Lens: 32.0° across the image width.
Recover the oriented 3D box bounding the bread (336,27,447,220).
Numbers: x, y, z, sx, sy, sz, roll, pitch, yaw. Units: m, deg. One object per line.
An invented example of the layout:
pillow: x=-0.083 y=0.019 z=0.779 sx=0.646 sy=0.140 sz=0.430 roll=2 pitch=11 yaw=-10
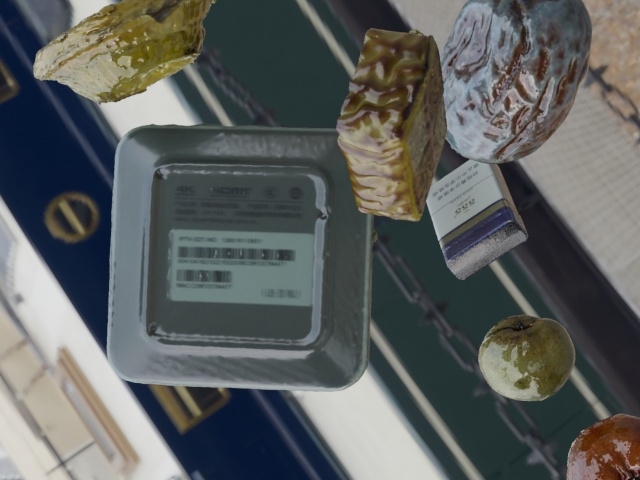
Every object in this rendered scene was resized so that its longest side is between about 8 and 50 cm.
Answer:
bread: x=0.093 y=-0.139 z=1.352 sx=0.096 sy=0.181 sz=0.222 roll=11 pitch=153 yaw=17

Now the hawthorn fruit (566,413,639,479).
hawthorn fruit: x=0.508 y=0.392 z=1.898 sx=0.207 sy=0.207 sz=0.243 roll=59 pitch=-179 yaw=-5

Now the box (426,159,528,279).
box: x=0.313 y=-0.053 z=2.277 sx=0.071 sy=0.168 sz=0.259 roll=44 pitch=-158 yaw=-33

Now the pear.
pear: x=0.356 y=0.201 z=1.937 sx=0.167 sy=0.167 sz=0.137 roll=12 pitch=124 yaw=60

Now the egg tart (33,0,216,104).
egg tart: x=-0.267 y=-0.277 z=1.590 sx=0.115 sy=0.290 sz=0.290 roll=62 pitch=157 yaw=-6

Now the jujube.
jujube: x=0.318 y=-0.285 z=1.820 sx=0.308 sy=0.215 sz=0.246 roll=120 pitch=148 yaw=-44

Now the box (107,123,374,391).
box: x=-0.117 y=0.024 z=1.678 sx=0.111 sy=0.396 sz=0.397 roll=19 pitch=-108 yaw=-83

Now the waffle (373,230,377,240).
waffle: x=0.001 y=0.000 z=2.208 sx=0.223 sy=0.204 sz=0.054 roll=41 pitch=178 yaw=-29
